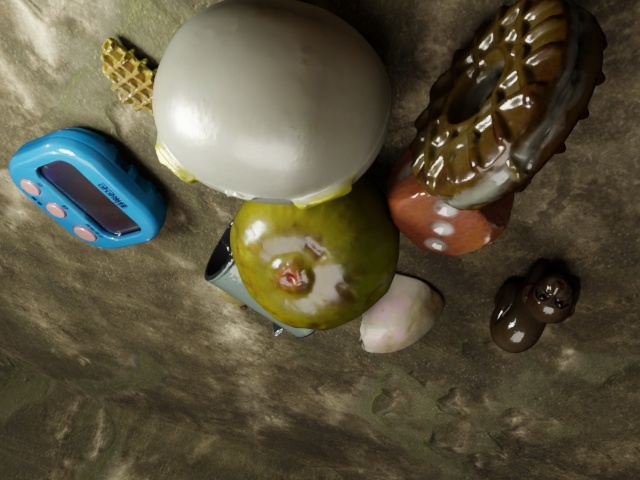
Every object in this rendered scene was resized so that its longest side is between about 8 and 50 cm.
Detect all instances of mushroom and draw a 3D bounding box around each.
[{"bbox_3d":[0.200,0.206,1.674,0.173,0.162,0.236,5,144,24],"label":"mushroom"}]

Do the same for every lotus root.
[{"bbox_3d":[-0.242,0.133,1.885,0.073,0.062,0.150,19,152,44],"label":"lotus root"}]

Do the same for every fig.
[{"bbox_3d":[0.001,-0.008,1.336,0.343,0.343,0.343,13,145,10],"label":"fig"}]

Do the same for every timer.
[{"bbox_3d":[-0.547,-0.119,1.646,0.309,0.115,0.340,-9,136,37],"label":"timer"}]

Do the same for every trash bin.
[{"bbox_3d":[-0.100,0.067,1.585,0.262,0.217,0.277,34,110,-19],"label":"trash bin"}]

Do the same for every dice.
[{"bbox_3d":[0.232,-0.090,1.247,0.179,0.175,0.174,-15,133,44],"label":"dice"}]

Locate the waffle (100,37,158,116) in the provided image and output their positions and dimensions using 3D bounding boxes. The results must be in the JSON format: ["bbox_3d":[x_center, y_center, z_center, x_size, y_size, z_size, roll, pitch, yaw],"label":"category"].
[{"bbox_3d":[-0.334,-0.306,1.345,0.192,0.046,0.160,18,146,2],"label":"waffle"}]

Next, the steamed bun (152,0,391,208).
[{"bbox_3d":[-0.076,-0.216,1.092,0.374,0.334,0.334,14,145,12],"label":"steamed bun"}]

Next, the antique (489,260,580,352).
[{"bbox_3d":[0.456,0.150,1.492,0.121,0.143,0.257,28,143,-8],"label":"antique"}]

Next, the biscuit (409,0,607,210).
[{"bbox_3d":[0.249,-0.195,0.968,0.103,0.332,0.332,27,145,-19],"label":"biscuit"}]
